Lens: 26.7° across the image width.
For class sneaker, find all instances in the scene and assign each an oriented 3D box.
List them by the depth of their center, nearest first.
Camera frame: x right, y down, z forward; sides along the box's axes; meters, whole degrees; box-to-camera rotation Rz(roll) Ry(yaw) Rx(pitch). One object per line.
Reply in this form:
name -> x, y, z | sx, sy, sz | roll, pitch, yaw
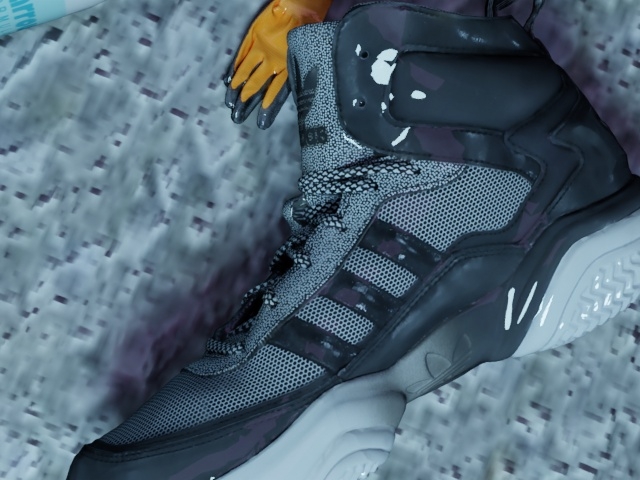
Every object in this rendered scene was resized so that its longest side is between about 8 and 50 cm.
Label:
sneaker -> 0.000, 0.000, 0.515 | 0.268, 0.101, 0.153 | -28, 99, -16

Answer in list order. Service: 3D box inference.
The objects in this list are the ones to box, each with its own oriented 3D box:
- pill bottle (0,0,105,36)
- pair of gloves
pill bottle -> -0.162, -0.133, 0.470 | 0.264, 0.146, 0.146 | -20, 91, -10
pair of gloves -> 0.005, -0.066, 0.568 | 0.083, 0.010, 0.074 | 34, 82, -8
